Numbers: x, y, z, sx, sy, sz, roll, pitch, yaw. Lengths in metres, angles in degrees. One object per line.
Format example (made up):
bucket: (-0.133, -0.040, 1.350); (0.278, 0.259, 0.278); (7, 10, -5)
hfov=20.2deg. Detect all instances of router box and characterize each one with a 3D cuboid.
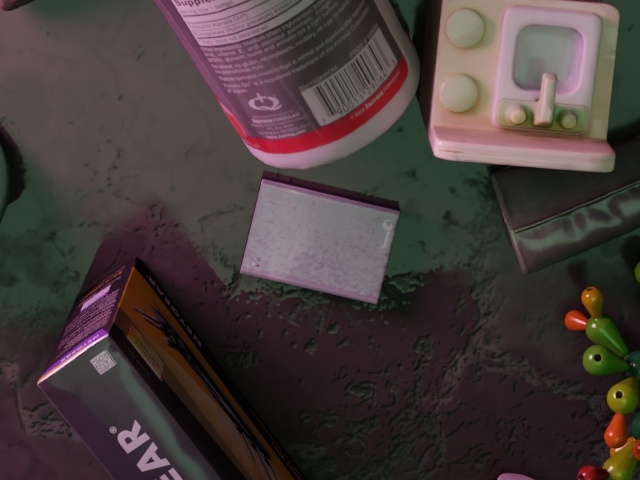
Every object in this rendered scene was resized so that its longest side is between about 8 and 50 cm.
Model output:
router box: (-0.118, 0.185, 1.632); (0.081, 0.243, 0.309); (-34, 103, 9)

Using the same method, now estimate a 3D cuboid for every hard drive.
hard drive: (0.000, 0.000, 1.695); (0.135, 0.022, 0.094); (13, 104, -4)

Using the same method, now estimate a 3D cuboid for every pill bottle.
pill bottle: (-0.054, -0.227, 1.501); (0.176, 0.176, 0.318); (-27, 127, 7)

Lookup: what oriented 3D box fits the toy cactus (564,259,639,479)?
toy cactus: (0.315, 0.131, 1.695); (0.180, 0.112, 0.219); (10, 79, -27)

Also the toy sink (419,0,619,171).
toy sink: (0.170, -0.152, 1.546); (0.152, 0.234, 0.131); (4, 105, 0)

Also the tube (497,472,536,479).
tube: (0.160, 0.344, 1.774); (0.070, 0.062, 0.240); (34, 114, 36)

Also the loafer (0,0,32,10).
loafer: (-0.330, -0.318, 1.577); (0.084, 0.096, 0.267); (-36, 104, 15)

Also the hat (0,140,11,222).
hat: (-0.395, -0.013, 1.692); (0.173, 0.183, 0.209); (19, 63, -12)

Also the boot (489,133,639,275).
boot: (0.280, -0.015, 1.644); (0.208, 0.076, 0.190); (-21, 69, -1)
